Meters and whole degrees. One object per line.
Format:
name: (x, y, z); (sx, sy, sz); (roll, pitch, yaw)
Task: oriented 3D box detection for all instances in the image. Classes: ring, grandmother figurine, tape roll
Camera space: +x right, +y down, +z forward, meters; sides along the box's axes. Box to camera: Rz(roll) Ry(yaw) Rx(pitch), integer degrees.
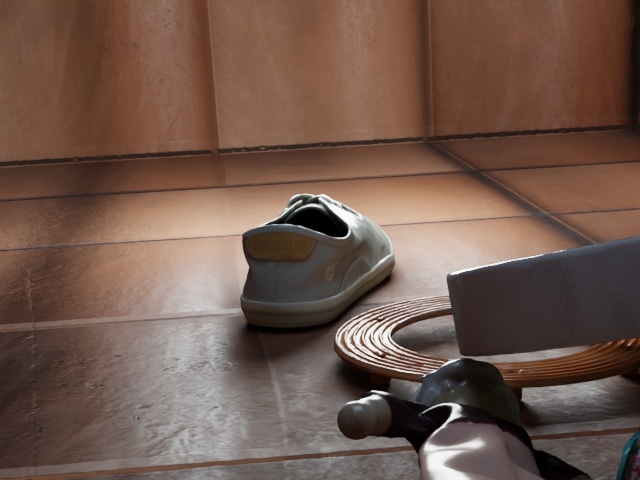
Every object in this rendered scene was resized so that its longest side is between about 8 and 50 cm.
ring: (0.181, 0.106, 1.364); (0.337, 0.032, 0.336); (-2, 11, 0)
grandmother figurine: (0.108, 0.162, 0.945); (0.208, 0.104, 0.342); (31, 8, -2)
tape roll: (0.295, 0.025, 1.051); (0.392, 0.072, 0.392); (-10, -4, -1)

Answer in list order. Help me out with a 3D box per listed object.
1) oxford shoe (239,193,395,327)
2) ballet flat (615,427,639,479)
oxford shoe: (0.000, 0.000, 1.696); (0.169, 0.130, 0.449); (-2, 10, 13)
ballet flat: (0.251, 0.158, 0.923); (0.077, 0.091, 0.241); (11, 7, 17)
